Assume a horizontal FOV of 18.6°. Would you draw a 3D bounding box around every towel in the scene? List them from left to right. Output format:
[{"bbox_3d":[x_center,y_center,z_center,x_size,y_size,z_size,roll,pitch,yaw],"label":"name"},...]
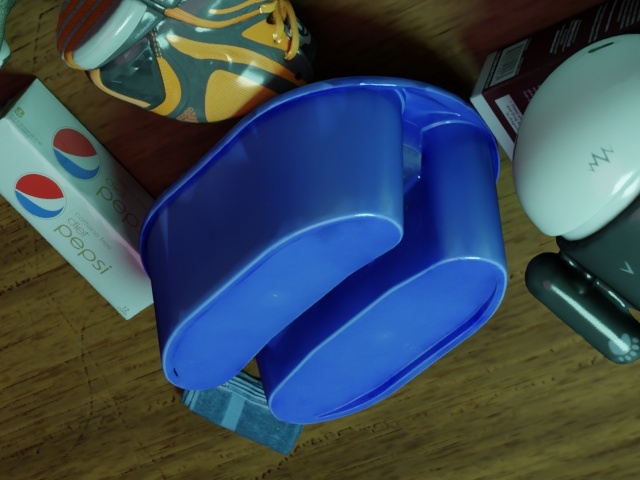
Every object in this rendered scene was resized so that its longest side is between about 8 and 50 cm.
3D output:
[{"bbox_3d":[-0.072,0.159,1.854,0.119,0.029,0.067,25,129,2],"label":"towel"}]

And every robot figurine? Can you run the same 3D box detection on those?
[{"bbox_3d":[0.269,-0.028,1.422,0.278,0.209,0.173,36,152,-12],"label":"robot figurine"}]

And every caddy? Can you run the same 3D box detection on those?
[{"bbox_3d":[0.000,0.000,1.617,0.241,0.179,0.341,23,134,-33],"label":"caddy"}]

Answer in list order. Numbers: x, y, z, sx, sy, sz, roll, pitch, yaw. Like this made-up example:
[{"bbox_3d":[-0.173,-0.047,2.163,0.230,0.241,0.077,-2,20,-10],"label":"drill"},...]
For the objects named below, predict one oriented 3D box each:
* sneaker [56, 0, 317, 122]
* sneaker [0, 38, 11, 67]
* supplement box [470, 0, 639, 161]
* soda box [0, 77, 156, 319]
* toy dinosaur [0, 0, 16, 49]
[{"bbox_3d":[-0.047,-0.224,1.533,0.180,0.124,0.321,31,115,-35],"label":"sneaker"},{"bbox_3d":[-0.330,-0.223,1.657,0.191,0.071,0.083,44,121,-13],"label":"sneaker"},{"bbox_3d":[0.252,-0.122,1.510,0.239,0.073,0.130,-22,116,32],"label":"supplement box"},{"bbox_3d":[-0.213,-0.036,1.739,0.069,0.074,0.216,-34,107,35],"label":"soda box"},{"bbox_3d":[-0.288,-0.193,1.564,0.121,0.313,0.160,32,175,-25],"label":"toy dinosaur"}]
